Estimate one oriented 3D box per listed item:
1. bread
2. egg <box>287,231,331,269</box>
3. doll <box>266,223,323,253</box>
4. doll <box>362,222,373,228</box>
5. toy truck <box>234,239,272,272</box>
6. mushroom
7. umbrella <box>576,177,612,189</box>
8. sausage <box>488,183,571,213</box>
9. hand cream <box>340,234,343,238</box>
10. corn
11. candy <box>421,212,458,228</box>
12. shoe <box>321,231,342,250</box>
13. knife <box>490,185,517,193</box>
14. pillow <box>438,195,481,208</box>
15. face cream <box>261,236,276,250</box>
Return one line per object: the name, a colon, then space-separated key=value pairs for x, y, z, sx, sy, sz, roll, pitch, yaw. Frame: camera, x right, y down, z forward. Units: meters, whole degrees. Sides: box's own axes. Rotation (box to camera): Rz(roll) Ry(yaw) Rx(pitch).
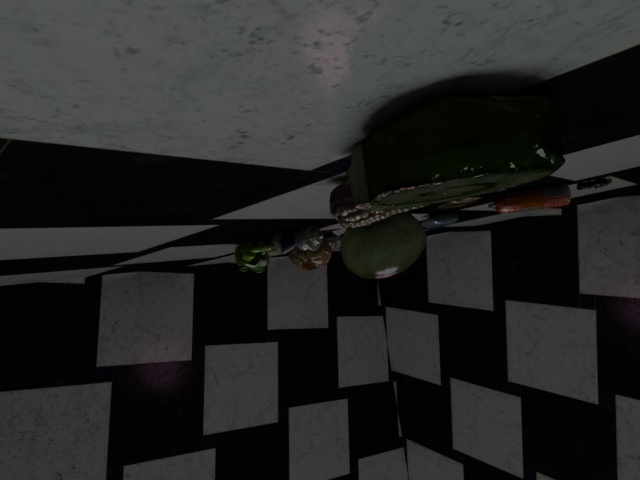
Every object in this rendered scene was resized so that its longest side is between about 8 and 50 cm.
bread: x=0.207 y=-0.141 z=0.781 sx=0.382 sy=0.129 sz=0.366 roll=-10 pitch=178 yaw=32
egg: x=-0.059 y=0.044 z=2.136 sx=0.233 sy=0.194 sz=0.195 roll=13 pitch=-175 yaw=26
doll: x=-0.108 y=-0.001 z=1.983 sx=0.293 sy=0.119 sz=0.138 roll=-11 pitch=-142 yaw=33
doll: x=0.149 y=-0.100 z=1.600 sx=0.115 sy=0.077 sz=0.150 roll=-48 pitch=151 yaw=13
toy truck: x=-0.344 y=0.068 z=2.316 sx=0.187 sy=0.148 sz=0.210 roll=-2 pitch=153 yaw=-23
mushroom: x=0.244 y=0.020 z=1.763 sx=0.352 sy=0.260 sz=0.352 roll=-15 pitch=-159 yaw=6
umbrella: x=1.131 y=-0.232 z=1.851 sx=0.144 sy=0.040 sz=0.037 roll=-9 pitch=166 yaw=-3
sausage: x=0.847 y=-0.165 z=1.838 sx=0.312 sy=0.092 sz=0.093 roll=-9 pitch=175 yaw=2
hand cream: x=0.150 y=-0.021 z=2.696 sx=0.062 sy=0.038 sz=0.163 roll=-6 pitch=169 yaw=-4
corn: x=0.179 y=-0.121 z=1.085 sx=0.335 sy=0.126 sz=0.127 roll=-17 pitch=172 yaw=24
candy: x=0.607 y=-0.101 z=2.294 sx=0.138 sy=0.071 sz=0.174 roll=-7 pitch=174 yaw=-9
shoe: x=0.000 y=0.000 z=2.325 sx=0.228 sy=0.125 sz=0.099 roll=-13 pitch=144 yaw=-22
knife: x=0.675 y=-0.194 z=1.632 sx=0.121 sy=0.018 sz=0.031 roll=-12 pitch=167 yaw=33
pillow: x=0.558 y=-0.154 z=1.818 sx=0.135 sy=0.034 sz=0.211 roll=-10 pitch=177 yaw=3
face cream: x=-0.187 y=0.014 z=2.224 sx=0.078 sy=0.078 sz=0.273 roll=-12 pitch=174 yaw=38
